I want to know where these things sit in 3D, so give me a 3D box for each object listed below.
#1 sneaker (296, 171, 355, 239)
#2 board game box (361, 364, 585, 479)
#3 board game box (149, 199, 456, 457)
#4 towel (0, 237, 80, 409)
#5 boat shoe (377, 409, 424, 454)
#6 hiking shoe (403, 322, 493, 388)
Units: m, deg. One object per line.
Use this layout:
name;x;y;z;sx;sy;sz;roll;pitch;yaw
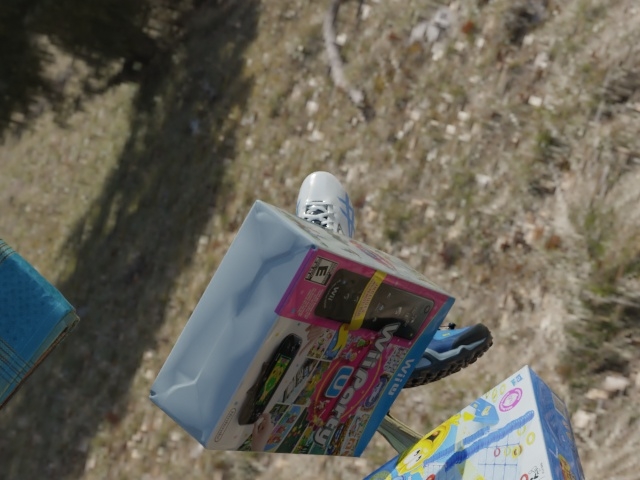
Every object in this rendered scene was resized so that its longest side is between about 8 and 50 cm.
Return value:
sneaker;0.000;0.000;1.446;0.086;0.085;0.237;78;-168;-54
board game box;0.178;0.342;1.361;0.302;0.086;0.308;-39;18;19
board game box;-0.008;0.106;1.166;0.097;0.303;0.224;34;98;32
towel;-0.541;0.087;1.542;0.271;0.370;0.040;-49;-15;0
boat shoe;0.110;0.285;1.755;0.153;0.056;0.048;43;97;28
hiking shoe;0.093;0.146;1.574;0.113;0.304;0.132;99;157;-73
